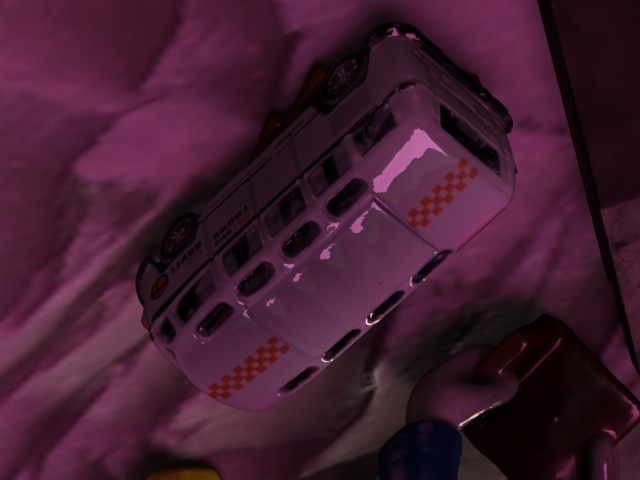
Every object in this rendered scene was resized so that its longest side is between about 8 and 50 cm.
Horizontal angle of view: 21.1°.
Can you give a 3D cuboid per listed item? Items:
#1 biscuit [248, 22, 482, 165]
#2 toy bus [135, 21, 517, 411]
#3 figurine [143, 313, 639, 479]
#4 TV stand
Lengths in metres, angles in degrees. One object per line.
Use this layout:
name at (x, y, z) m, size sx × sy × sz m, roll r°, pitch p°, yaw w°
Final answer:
biscuit at (0.019, -0.045, 0.820) m, size 0.130 × 0.019 × 0.119 m, roll -21°, pitch 124°, yaw 4°
toy bus at (0.000, 0.000, 0.781) m, size 0.194 × 0.089 × 0.087 m, roll -42°, pitch 120°, yaw 19°
figurine at (0.091, 0.179, 0.843) m, size 0.283 × 0.338 × 0.204 m, roll -53°, pitch 129°, yaw -17°
TV stand at (0.151, -0.039, 0.835) m, size 0.049 × 0.040 × 0.256 m, roll -20°, pitch 123°, yaw 1°
